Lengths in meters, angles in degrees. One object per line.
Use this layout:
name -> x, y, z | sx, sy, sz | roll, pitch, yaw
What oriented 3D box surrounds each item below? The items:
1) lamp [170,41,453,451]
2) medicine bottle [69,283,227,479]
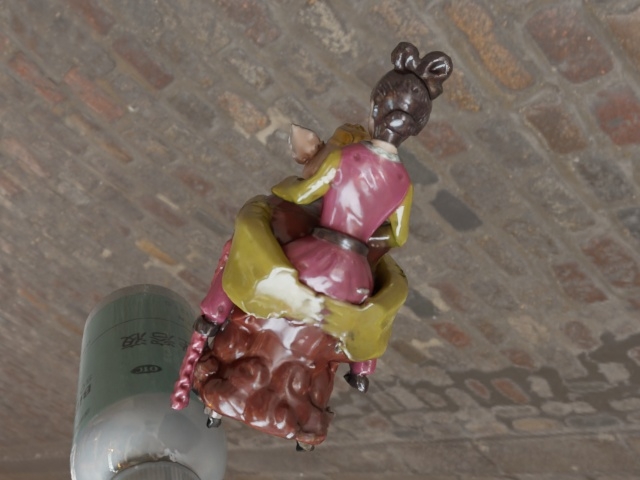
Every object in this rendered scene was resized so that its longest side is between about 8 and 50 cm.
lamp -> 0.000, 0.000, 0.421 | 0.118, 0.253, 0.118 | 20, 178, 1
medicine bottle -> -0.126, 0.148, 0.496 | 0.110, 0.110, 0.352 | 42, -176, -25
